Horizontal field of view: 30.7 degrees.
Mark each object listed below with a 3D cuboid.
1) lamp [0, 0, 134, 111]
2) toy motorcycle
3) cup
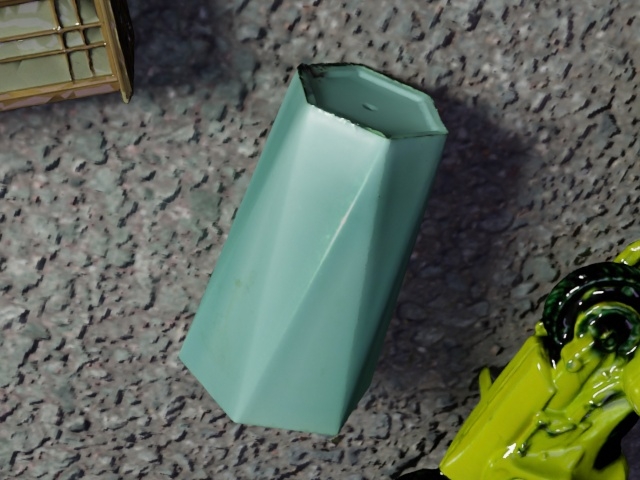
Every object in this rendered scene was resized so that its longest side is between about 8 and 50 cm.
[{"bbox_3d":[-0.279,-0.113,0.701,0.325,0.090,0.089,-10,125,-3],"label":"lamp"},{"bbox_3d":[0.206,0.165,0.948,0.206,0.142,0.342,20,122,-23],"label":"toy motorcycle"},{"bbox_3d":[0.000,0.000,0.813,0.134,0.148,0.235,-10,129,-44],"label":"cup"}]
